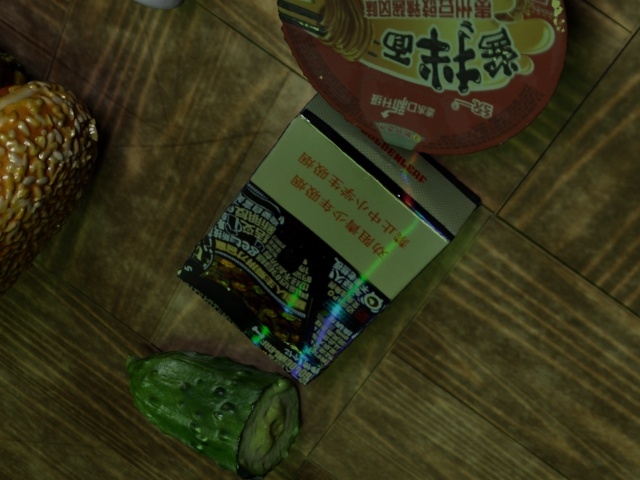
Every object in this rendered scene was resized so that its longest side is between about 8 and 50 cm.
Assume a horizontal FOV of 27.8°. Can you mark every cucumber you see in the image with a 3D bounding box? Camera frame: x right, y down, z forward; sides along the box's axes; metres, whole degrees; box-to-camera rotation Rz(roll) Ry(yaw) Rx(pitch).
[{"bbox_3d":[-0.149,0.192,1.584,0.244,0.134,0.134,20,132,31],"label":"cucumber"}]

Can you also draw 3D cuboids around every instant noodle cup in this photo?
[{"bbox_3d":[0.097,-0.211,1.132,0.274,0.090,0.274,17,130,21],"label":"instant noodle cup"}]

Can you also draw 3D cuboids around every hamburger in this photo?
[{"bbox_3d":[-0.405,-0.067,1.401,0.250,0.330,0.330,41,135,-3],"label":"hamburger"}]

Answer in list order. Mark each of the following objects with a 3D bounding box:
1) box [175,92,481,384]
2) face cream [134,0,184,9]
[{"bbox_3d":[0.000,0.000,1.360,0.198,0.084,0.310,40,135,-2],"label":"box"},{"bbox_3d":[-0.111,-0.344,1.175,0.154,0.096,0.273,36,122,8],"label":"face cream"}]
